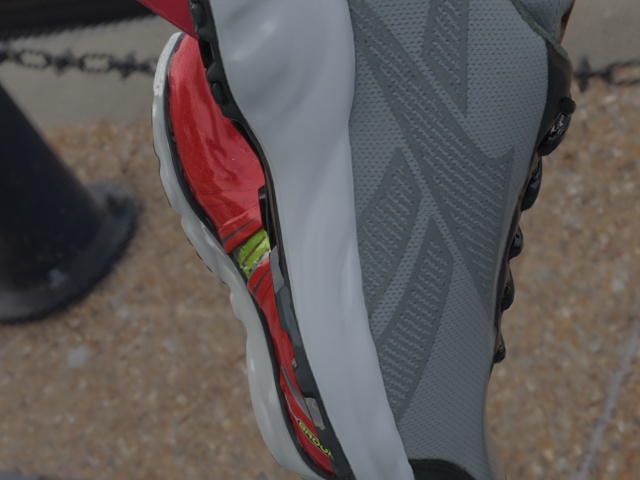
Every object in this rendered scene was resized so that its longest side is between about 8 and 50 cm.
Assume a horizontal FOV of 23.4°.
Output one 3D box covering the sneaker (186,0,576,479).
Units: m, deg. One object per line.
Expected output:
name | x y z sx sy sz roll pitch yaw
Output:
sneaker | 0.031 -0.018 0.449 0.108 0.271 0.100 -14 31 -1

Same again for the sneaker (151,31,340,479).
sneaker | 0.000 0.000 0.848 0.107 0.279 0.118 -22 0 -31

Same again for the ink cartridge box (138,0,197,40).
ink cartridge box | -0.066 -0.137 0.562 0.056 0.135 0.099 -60 -9 26
